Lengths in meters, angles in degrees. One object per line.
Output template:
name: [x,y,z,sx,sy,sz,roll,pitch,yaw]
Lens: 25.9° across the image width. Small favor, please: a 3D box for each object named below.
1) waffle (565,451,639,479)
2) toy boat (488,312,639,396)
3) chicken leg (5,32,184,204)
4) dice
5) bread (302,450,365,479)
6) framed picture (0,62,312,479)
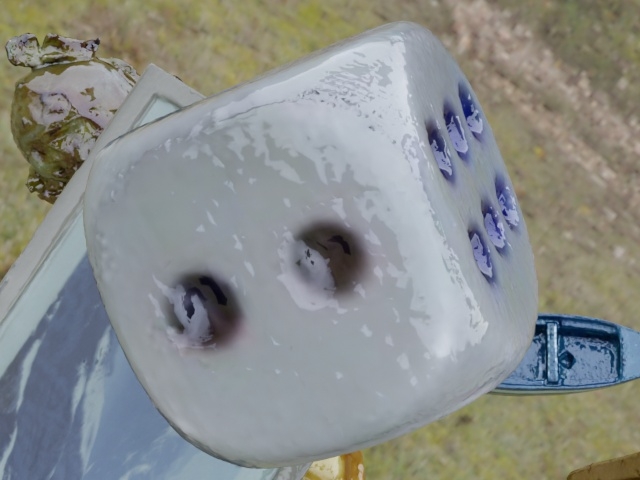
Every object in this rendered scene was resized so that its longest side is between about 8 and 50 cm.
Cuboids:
waffle: [0.310,0.266,1.093,0.098,0.327,0.224,10,70,-19]
toy boat: [0.279,0.142,1.684,0.299,0.062,0.096,0,67,7]
chicken leg: [-0.220,-0.110,1.561,0.361,0.140,0.211,12,77,-70]
dice: [0.000,0.000,0.756,0.194,0.192,0.193,69,22,-7]
bread: [-0.042,0.215,1.553,0.132,0.167,0.294,53,31,-56]
framed picture: [-0.105,0.079,0.934,0.247,0.022,0.335,33,81,5]
